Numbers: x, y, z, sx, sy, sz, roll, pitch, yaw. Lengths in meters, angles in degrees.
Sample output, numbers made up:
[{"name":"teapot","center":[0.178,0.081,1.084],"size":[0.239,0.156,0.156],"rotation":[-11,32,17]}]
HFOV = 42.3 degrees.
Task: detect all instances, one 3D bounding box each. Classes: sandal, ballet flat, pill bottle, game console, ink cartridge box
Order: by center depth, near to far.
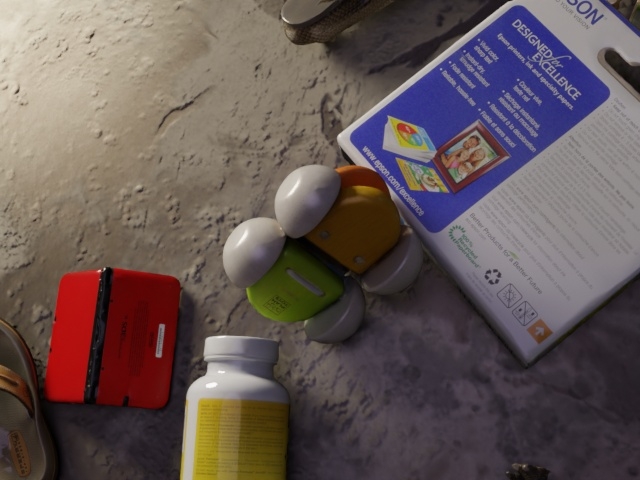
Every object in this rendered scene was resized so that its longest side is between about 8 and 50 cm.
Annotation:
[{"name":"pill bottle","center":[-0.082,0.189,0.805],"size":[0.103,0.103,0.184],"rotation":[0,76,10]},{"name":"ink cartridge box","center":[0.227,-0.083,0.845],"size":[0.307,0.072,0.304],"rotation":[-37,71,-3]},{"name":"sandal","center":[-0.346,0.172,0.876],"size":[0.090,0.060,0.219],"rotation":[-25,75,10]},{"name":"game console","center":[-0.226,0.107,0.900],"size":[0.124,0.085,0.144],"rotation":[9,76,-20]},{"name":"ballet flat","center":[0.069,-0.291,0.938],"size":[0.250,0.058,0.084],"rotation":[-33,51,-6]}]

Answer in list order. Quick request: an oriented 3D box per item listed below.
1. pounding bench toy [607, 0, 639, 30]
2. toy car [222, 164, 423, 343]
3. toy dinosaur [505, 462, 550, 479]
[{"name":"pounding bench toy","center":[0.352,-0.263,0.875],"size":[0.083,0.052,0.065],"rotation":[24,81,15]},{"name":"toy car","center":[0.000,0.000,0.829],"size":[0.182,0.159,0.136],"rotation":[-44,26,21]},{"name":"toy dinosaur","center":[0.214,0.294,0.717],"size":[0.313,0.121,0.160],"rotation":[20,71,0]}]
